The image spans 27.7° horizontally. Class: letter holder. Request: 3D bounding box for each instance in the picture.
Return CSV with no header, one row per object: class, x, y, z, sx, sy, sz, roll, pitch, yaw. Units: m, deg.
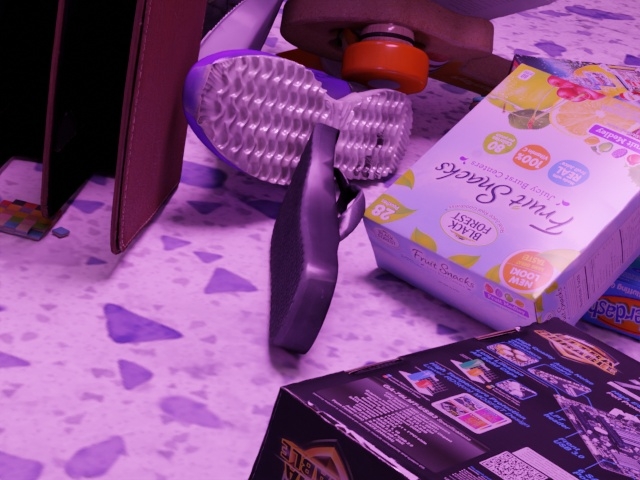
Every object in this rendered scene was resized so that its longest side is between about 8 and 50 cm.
letter holder,-0.178,-0.166,0.979,0.152,0.302,0.214,12,21,1

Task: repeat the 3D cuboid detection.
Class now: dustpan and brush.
dustpan and brush,-0.118,-0.158,1.254,0.060,0.147,0.211,31,55,-1

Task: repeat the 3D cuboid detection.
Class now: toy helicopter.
toy helicopter,0.106,-0.190,1.367,0.355,0.140,0.235,13,-12,-40

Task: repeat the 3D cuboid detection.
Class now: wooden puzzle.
wooden puzzle,-0.233,-0.018,1.010,0.083,0.006,0.049,13,25,5

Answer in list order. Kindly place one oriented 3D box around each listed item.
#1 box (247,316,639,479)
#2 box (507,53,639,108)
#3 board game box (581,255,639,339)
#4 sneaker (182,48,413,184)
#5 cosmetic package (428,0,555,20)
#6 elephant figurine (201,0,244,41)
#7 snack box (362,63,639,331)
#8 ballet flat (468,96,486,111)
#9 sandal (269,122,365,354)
box,0.164,0.150,0.698,0.295,0.073,0.293,31,22,32
box,0.279,-0.093,1.185,0.159,0.044,0.233,3,33,-15
board game box,0.287,0.022,1.087,0.160,0.047,0.210,20,27,20
sneaker,-0.050,-0.111,1.148,0.146,0.102,0.293,19,7,33
cosmetic package,0.090,-0.326,1.273,0.377,0.097,0.284,17,-19,-42
elephant figurine,-0.185,-0.295,1.483,0.239,0.186,0.169,14,66,32
snack box,0.165,-0.031,1.012,0.174,0.070,0.207,28,62,38
ballet flat,0.237,-0.113,1.324,0.203,0.074,0.074,-4,29,-34
sandal,0.000,0.001,0.980,0.054,0.097,0.254,18,34,-10
